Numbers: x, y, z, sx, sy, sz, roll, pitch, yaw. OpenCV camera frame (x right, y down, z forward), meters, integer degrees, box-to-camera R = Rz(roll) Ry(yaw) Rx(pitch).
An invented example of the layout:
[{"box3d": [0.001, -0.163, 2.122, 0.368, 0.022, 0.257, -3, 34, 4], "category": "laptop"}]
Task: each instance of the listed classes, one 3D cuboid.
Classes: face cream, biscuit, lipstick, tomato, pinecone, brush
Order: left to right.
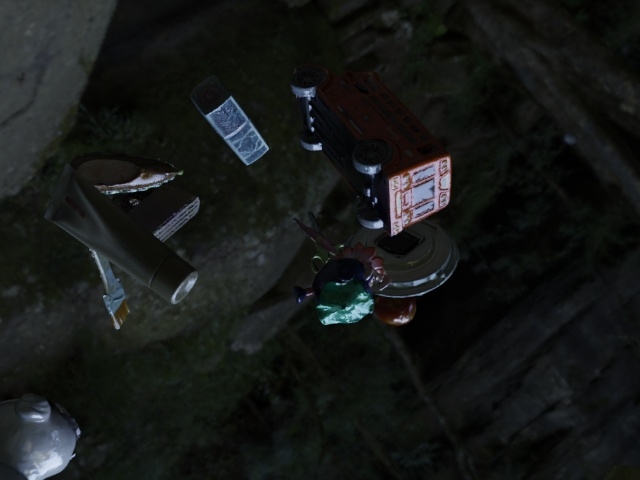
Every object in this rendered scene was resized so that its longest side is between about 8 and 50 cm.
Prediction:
[{"box3d": [-0.548, 0.085, 2.258, 0.020, 0.337, 0.085, 7, -138, 19], "category": "brush"}, {"box3d": [-0.396, -0.005, 1.736, 0.137, 0.341, 0.084, -59, 169, 27], "category": "face cream"}, {"box3d": [-0.493, -0.079, 2.400, 0.186, 0.168, 0.212, -56, -162, -19], "category": "pinecone"}, {"box3d": [-0.390, -0.049, 2.065, 0.239, 0.108, 0.062, -48, 153, -49], "category": "biscuit"}, {"box3d": [-0.189, -0.251, 1.886, 0.077, 0.076, 0.290, -39, 161, 0], "category": "lipstick"}, {"box3d": [0.157, 0.140, 1.828, 0.087, 0.075, 0.087, -13, -153, 7], "category": "tomato"}]

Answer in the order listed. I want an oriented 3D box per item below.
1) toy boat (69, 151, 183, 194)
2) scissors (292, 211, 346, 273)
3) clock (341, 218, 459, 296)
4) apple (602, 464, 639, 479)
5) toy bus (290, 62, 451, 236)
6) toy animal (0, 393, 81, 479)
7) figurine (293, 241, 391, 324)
[{"box3d": [-0.492, -0.172, 2.226, 0.292, 0.109, 0.099, -3, -175, -12], "category": "toy boat"}, {"box3d": [0.000, 0.000, 2.261, 0.133, 0.187, 0.020, -24, 151, -25], "category": "scissors"}, {"box3d": [0.157, 0.016, 1.755, 0.236, 0.236, 0.053, -42, 143, -34], "category": "clock"}, {"box3d": [0.769, 0.604, 1.809, 0.320, 0.312, 0.360, -7, -176, -28], "category": "apple"}, {"box3d": [0.073, -0.167, 1.419, 0.153, 0.329, 0.143, -24, 138, -14], "category": "toy bus"}, {"box3d": [-0.528, 0.405, 1.476, 0.247, 0.183, 0.310, -37, -162, 23], "category": "toy animal"}, {"box3d": [0.039, 0.068, 1.375, 0.111, 0.102, 0.195, -34, -174, 21], "category": "figurine"}]
